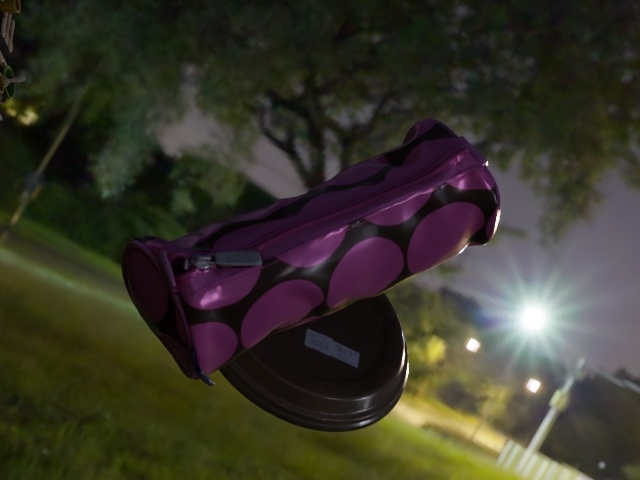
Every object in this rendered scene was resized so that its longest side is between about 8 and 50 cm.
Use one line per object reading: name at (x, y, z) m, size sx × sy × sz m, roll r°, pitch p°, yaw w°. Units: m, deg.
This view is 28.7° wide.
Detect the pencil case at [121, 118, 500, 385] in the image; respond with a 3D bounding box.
pencil case at (0.000, 0.000, 0.691) m, size 0.095 × 0.209 × 0.098 m, roll 53°, pitch -24°, yaw 26°

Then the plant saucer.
plant saucer at (-0.013, 0.095, 1.456) m, size 0.278 × 0.041 × 0.277 m, roll 20°, pitch 42°, yaw -19°

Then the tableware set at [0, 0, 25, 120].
tableware set at (-0.347, -0.217, 1.368) m, size 0.024 × 0.154 × 0.104 m, roll -4°, pitch -32°, yaw 4°
